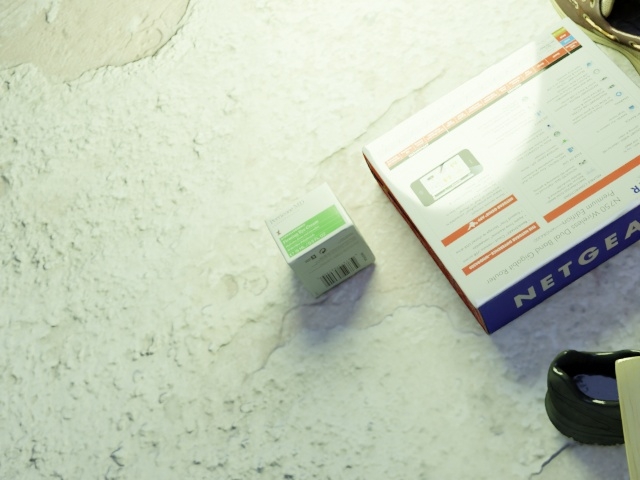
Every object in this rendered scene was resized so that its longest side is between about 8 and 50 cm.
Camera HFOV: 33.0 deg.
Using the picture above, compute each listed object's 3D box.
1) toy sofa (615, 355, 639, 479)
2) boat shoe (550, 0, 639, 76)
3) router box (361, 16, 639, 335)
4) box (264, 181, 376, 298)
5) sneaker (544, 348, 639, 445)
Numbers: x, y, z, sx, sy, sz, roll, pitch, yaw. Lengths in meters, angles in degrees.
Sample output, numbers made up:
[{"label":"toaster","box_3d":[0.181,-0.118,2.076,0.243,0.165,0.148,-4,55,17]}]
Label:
[{"label":"toy sofa","box_3d":[0.395,0.228,0.981,0.177,0.362,0.150,-11,57,21]},{"label":"boat shoe","box_3d":[0.412,-0.317,1.443,0.123,0.123,0.342,-32,55,1]},{"label":"router box","box_3d":[0.268,-0.090,1.388,0.335,0.082,0.301,-32,55,1]},{"label":"box","box_3d":[0.000,0.000,1.425,0.101,0.102,0.087,-32,53,2]},{"label":"sneaker","box_3d":[0.379,0.174,1.160,0.286,0.130,0.109,1,59,20]}]
